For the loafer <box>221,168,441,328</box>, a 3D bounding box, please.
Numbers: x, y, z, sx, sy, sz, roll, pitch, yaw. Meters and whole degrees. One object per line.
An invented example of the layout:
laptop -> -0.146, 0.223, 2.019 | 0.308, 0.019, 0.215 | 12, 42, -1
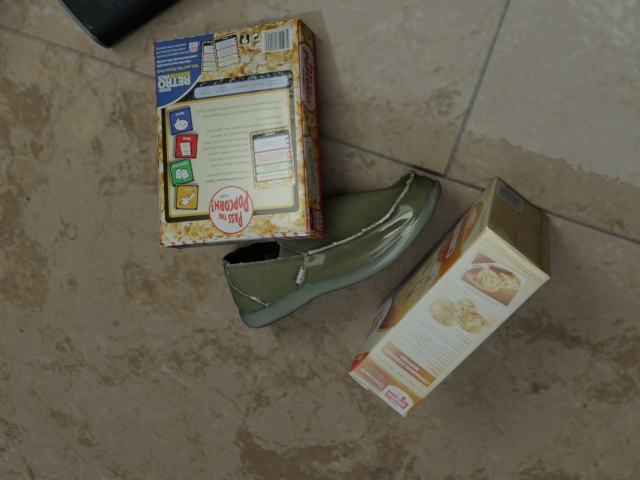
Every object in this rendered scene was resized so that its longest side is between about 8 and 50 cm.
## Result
loafer -> 0.000, 0.000, 0.740 | 0.251, 0.094, 0.087 | -32, 105, 24

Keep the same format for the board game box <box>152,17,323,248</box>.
board game box -> -0.077, -0.093, 0.708 | 0.147, 0.045, 0.193 | -4, 85, 17

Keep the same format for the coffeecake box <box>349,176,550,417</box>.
coffeecake box -> 0.119, 0.048, 0.700 | 0.068, 0.142, 0.185 | 38, 116, -2

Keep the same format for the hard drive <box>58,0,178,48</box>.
hard drive -> -0.215, -0.318, 0.690 | 0.172, 0.054, 0.254 | -26, 103, 23
